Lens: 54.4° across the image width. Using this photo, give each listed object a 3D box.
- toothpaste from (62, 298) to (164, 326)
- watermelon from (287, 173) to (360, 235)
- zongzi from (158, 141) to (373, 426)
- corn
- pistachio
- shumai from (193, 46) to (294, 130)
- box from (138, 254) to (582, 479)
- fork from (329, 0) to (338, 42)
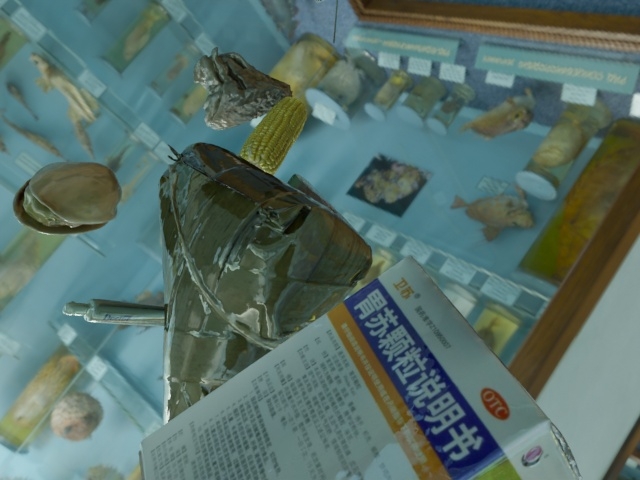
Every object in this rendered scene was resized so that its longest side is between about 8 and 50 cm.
[{"bbox_3d":[-0.303,0.126,1.045,0.255,0.067,0.037,13,-128,-42],"label":"toothpaste"},{"bbox_3d":[-0.023,-0.006,1.118,0.136,0.207,0.202,15,180,-23],"label":"watermelon"},{"bbox_3d":[-0.224,0.075,0.993,0.500,0.467,0.218,35,175,46],"label":"zongzi"},{"bbox_3d":[-0.103,-0.231,1.385,0.093,0.244,0.093,14,139,12],"label":"corn"},{"bbox_3d":[-0.451,-0.079,1.127,0.144,0.144,0.215,34,-160,11],"label":"pistachio"},{"bbox_3d":[-0.200,-0.388,1.518,0.184,0.218,0.185,-85,-25,-66],"label":"shumai"},{"bbox_3d":[0.013,0.176,0.498,0.106,0.299,0.200,56,-179,-38],"label":"box"},{"bbox_3d":[0.032,-0.537,1.305,0.021,0.235,0.039,16,-156,20],"label":"fork"}]
